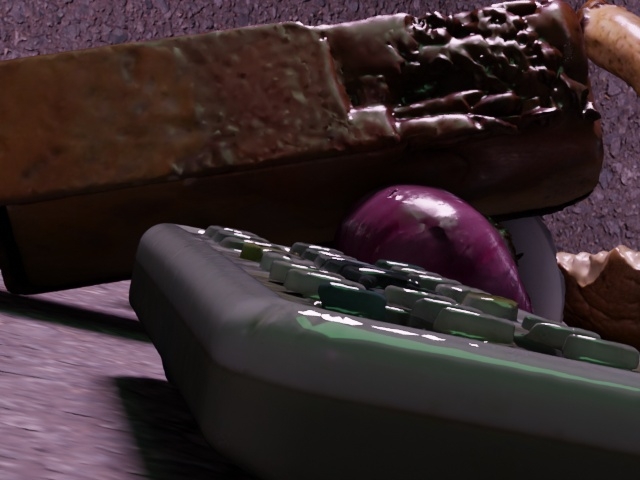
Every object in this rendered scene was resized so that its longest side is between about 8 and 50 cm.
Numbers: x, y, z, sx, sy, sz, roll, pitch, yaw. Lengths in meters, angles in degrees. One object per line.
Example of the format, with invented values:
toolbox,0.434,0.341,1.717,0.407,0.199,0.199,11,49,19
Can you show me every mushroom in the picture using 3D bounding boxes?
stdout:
mushroom,0.265,-0.031,1.368,0.208,0.302,0.233,-30,14,-35

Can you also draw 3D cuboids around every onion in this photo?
onion,0.049,0.029,0.839,0.115,0.104,0.115,43,-15,15

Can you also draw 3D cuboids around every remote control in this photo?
remote control,0.011,0.040,0.535,0.128,0.066,0.335,14,1,-10

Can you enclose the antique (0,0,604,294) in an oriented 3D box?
antique,-0.013,-0.051,0.883,0.309,0.087,0.093,-8,-29,-6

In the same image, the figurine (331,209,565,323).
figurine,0.000,0.000,0.968,0.141,0.167,0.250,-14,30,-36
